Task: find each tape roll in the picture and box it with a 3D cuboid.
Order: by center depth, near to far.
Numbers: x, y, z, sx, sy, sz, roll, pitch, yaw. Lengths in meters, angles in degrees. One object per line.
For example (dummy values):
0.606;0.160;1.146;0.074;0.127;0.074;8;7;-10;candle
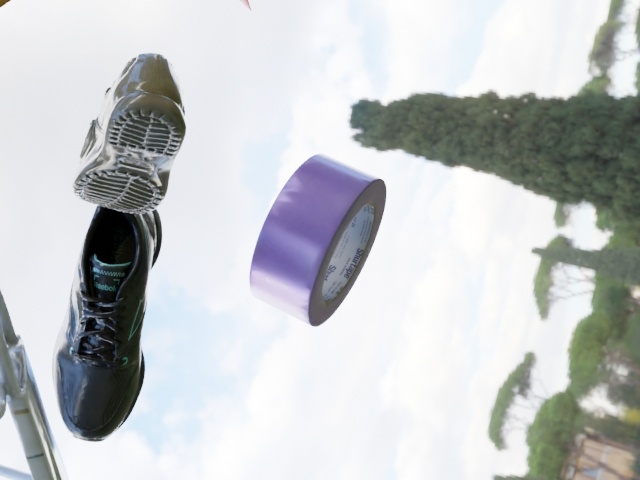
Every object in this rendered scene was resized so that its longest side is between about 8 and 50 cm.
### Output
0.000;0.000;0.984;0.189;0.080;0.189;-54;-20;-30;tape roll

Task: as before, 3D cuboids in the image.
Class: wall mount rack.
-0.320;0.182;0.793;0.130;0.304;0.350;-16;-66;-17;wall mount rack

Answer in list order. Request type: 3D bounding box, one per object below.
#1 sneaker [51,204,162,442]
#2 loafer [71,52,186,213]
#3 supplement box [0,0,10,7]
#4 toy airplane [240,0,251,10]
-0.229;0.073;0.878;0.106;0.101;0.267;113;163;-79;sneaker
-0.108;-0.059;0.499;0.056;0.148;0.050;18;-116;-22;loafer
-0.442;-0.363;1.150;0.078;0.080;0.233;60;-145;-26;supplement box
-0.129;-0.320;0.931;0.028;0.151;0.151;-46;-26;4;toy airplane
